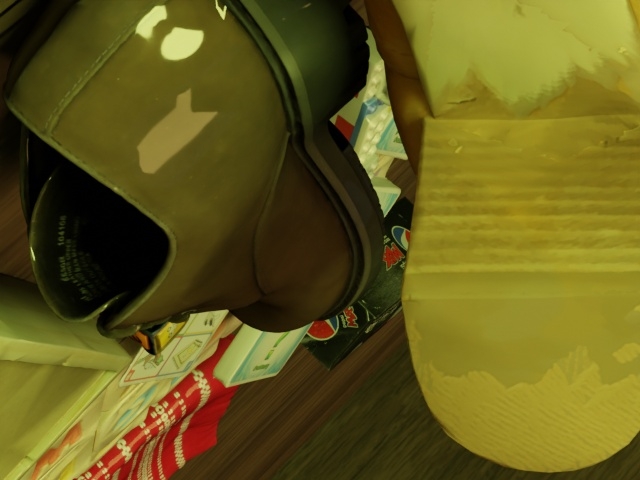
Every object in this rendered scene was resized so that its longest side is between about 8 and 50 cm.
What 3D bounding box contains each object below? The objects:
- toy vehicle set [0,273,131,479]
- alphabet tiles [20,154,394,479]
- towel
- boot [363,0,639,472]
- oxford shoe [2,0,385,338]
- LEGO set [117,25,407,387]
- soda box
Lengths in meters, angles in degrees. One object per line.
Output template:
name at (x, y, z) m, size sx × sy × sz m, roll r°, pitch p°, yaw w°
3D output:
toy vehicle set at (-0.148, 0.078, 0.467) m, size 0.166 × 0.035 × 0.267 m, roll -47°, pitch 172°, yaw -1°
alphabet tiles at (-0.052, 0.026, 0.790) m, size 0.284 × 0.021 × 0.278 m, roll -44°, pitch 172°, yaw -24°
towel at (-0.152, 0.175, 0.971) m, size 0.275 × 0.031 × 0.199 m, roll -43°, pitch 171°, yaw -24°
boot at (0.050, -0.119, 0.337) m, size 0.211 × 0.104 × 0.295 m, roll -77°, pitch 167°, yaw -48°
oxford shoe at (-0.040, -0.015, 0.449) m, size 0.096 × 0.083 × 0.227 m, roll -43°, pitch 160°, yaw -9°
LEGO set at (0.000, 0.000, 0.701) m, size 0.182 × 0.060 × 0.244 m, roll -56°, pitch 165°, yaw 9°
soda box at (0.033, 0.026, 1.096) m, size 0.053 × 0.060 × 0.169 m, roll -50°, pitch 172°, yaw 28°
